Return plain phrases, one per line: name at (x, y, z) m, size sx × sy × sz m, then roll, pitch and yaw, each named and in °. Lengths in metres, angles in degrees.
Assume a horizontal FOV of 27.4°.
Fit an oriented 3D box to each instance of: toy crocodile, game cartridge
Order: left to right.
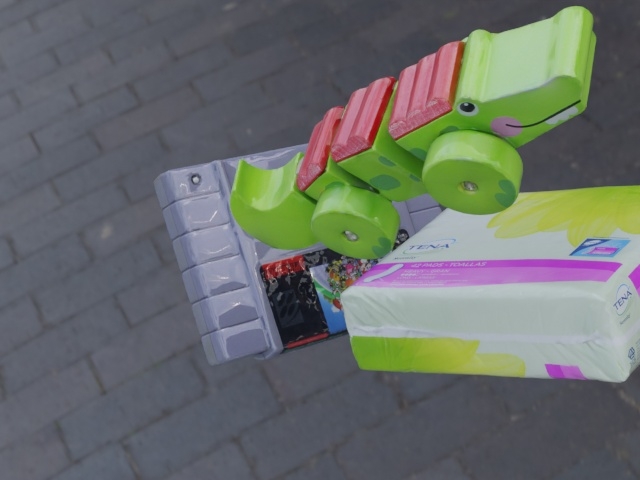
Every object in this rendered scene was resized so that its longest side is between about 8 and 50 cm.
game cartridge at (0.000, 0.000, 1.522) m, size 0.355 × 0.230 × 0.068 m, roll -14°, pitch -11°, yaw -35°
toy crocodile at (0.060, -0.073, 0.932) m, size 0.340 × 0.105 × 0.115 m, roll -24°, pitch 42°, yaw 51°

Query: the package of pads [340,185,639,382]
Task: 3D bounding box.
package of pads at (0.197, 0.034, 1.222) m, size 0.296 × 0.101 × 0.229 m, roll -1°, pitch 25°, yaw 42°
